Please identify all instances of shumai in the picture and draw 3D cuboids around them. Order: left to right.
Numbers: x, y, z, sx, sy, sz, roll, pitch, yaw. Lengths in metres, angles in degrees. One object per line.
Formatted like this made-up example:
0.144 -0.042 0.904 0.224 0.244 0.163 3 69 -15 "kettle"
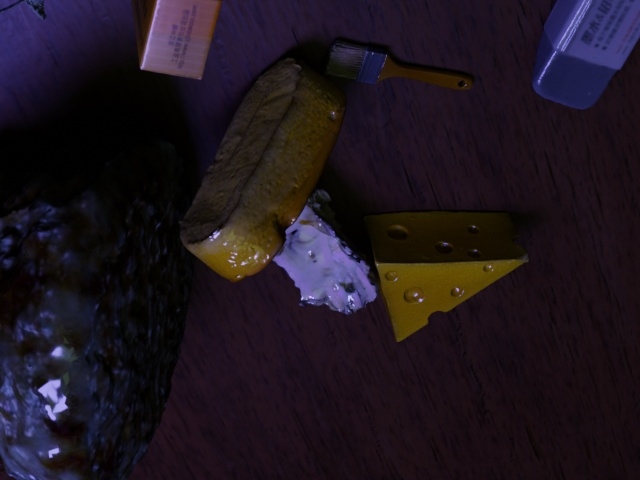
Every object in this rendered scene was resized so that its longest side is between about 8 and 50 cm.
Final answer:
-0.320 0.048 1.537 0.348 0.395 0.395 12 127 11 "shumai"

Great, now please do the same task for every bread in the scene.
-0.052 -0.073 1.540 0.094 0.245 0.102 38 152 -27 "bread"

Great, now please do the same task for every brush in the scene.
0.086 -0.182 1.608 0.170 0.014 0.043 9 126 -18 "brush"

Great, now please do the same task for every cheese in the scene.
0.148 0.022 1.723 0.171 0.093 0.126 -17 127 0 "cheese"

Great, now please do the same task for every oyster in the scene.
-0.004 0.004 1.694 0.133 0.072 0.209 -13 134 42 "oyster"

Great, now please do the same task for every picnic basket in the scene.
-0.293 -0.249 1.458 0.083 0.065 0.083 -33 138 -13 "picnic basket"

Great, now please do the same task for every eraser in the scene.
0.324 -0.294 1.539 0.089 0.061 0.352 15 123 -22 "eraser"

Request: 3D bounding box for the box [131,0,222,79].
-0.120 -0.292 1.399 0.070 0.152 0.237 6 126 -15 "box"
